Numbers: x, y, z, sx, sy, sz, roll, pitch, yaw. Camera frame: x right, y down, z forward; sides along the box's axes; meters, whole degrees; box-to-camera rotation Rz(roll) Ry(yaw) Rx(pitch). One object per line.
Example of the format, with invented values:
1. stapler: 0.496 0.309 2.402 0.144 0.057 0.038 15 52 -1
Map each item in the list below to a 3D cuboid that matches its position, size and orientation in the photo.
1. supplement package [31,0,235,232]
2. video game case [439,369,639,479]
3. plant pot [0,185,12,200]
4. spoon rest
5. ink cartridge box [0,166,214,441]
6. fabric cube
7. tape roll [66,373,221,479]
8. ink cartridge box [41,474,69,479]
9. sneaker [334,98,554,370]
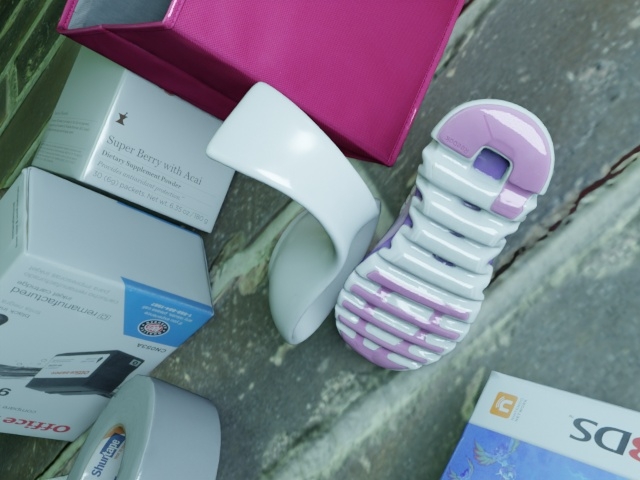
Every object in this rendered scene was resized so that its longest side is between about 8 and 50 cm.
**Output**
1. supplement package: -0.190 -0.184 0.844 0.175 0.178 0.292 15 83 50
2. video game case: 0.135 0.214 0.320 0.244 0.061 0.269 7 60 50
3. plant pot: -0.563 -0.006 1.216 0.237 0.110 0.237 -25 53 39
4. spoon rest: 0.000 0.000 0.502 0.084 0.276 0.137 30 76 20
5. ink cartridge box: -0.307 0.093 0.795 0.307 0.223 0.129 -41 46 26
6. fabric cube: -0.047 -0.249 0.660 0.259 0.258 0.254 19 86 50
7. tape roll: -0.182 0.241 0.658 0.219 0.072 0.219 -45 29 33
8. ink cartridge box: -0.415 0.386 0.780 0.239 0.060 0.275 -14 18 20
9. sneaker: 0.093 -0.005 0.520 0.236 0.095 0.104 -63 -4 30
